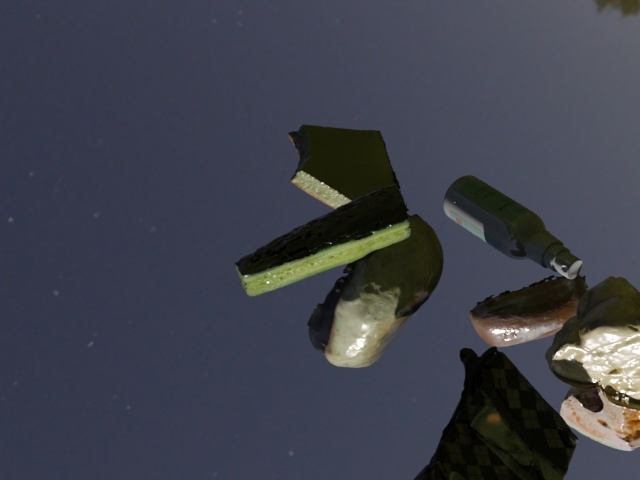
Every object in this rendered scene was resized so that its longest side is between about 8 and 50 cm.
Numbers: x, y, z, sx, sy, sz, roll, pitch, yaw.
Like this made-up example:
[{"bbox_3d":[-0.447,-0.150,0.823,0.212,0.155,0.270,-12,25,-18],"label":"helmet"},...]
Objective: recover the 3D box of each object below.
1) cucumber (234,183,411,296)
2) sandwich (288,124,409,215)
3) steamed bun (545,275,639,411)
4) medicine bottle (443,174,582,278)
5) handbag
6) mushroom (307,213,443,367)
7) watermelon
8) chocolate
[{"bbox_3d":[-0.001,-0.003,1.095,0.078,0.211,0.062,72,178,-67],"label":"cucumber"},{"bbox_3d":[0.045,-0.106,1.773,0.212,0.063,0.244,1,-124,-28],"label":"sandwich"},{"bbox_3d":[0.397,0.124,1.194,0.178,0.192,0.106,18,-126,3],"label":"steamed bun"},{"bbox_3d":[0.413,-0.022,1.993,0.110,0.110,0.352,13,-161,-43],"label":"medicine bottle"},{"bbox_3d":[0.280,0.422,1.651,0.316,0.180,0.416,54,-128,-28],"label":"handbag"},{"bbox_3d":[0.105,0.108,1.579,0.248,0.344,0.130,-19,-116,-40],"label":"mushroom"},{"bbox_3d":[0.652,0.314,1.951,0.175,0.322,0.188,47,-112,-2],"label":"watermelon"},{"bbox_3d":[0.448,0.164,1.964,0.161,0.261,0.083,47,-152,-49],"label":"chocolate"}]
